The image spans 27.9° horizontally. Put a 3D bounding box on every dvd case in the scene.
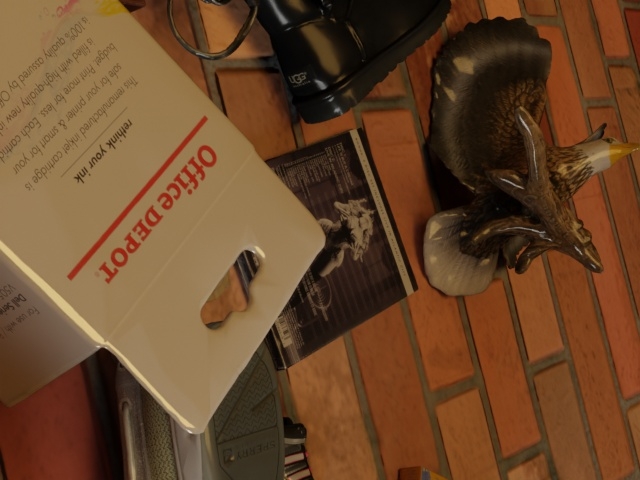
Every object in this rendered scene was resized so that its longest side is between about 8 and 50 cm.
[{"bbox_3d":[0.000,0.000,1.127,0.221,0.018,0.165,-26,97,-52],"label":"dvd case"}]

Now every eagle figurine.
[{"bbox_3d":[0.217,-0.077,1.334,0.298,0.225,0.226,-96,-161,-63],"label":"eagle figurine"}]

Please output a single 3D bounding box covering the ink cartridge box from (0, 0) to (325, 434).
[{"bbox_3d":[-0.180,-0.051,0.770,0.353,0.119,0.207,47,44,-13],"label":"ink cartridge box"}]

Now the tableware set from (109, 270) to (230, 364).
[{"bbox_3d":[-0.135,0.002,0.951,0.168,0.020,0.141,-41,110,-49],"label":"tableware set"}]

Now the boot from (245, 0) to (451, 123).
[{"bbox_3d":[0.012,-0.250,1.163,0.246,0.094,0.207,-48,120,-41],"label":"boot"}]

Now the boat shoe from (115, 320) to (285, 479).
[{"bbox_3d":[-0.086,0.216,0.879,0.118,0.103,0.321,-3,89,-56],"label":"boat shoe"}]

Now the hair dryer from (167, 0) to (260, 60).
[{"bbox_3d":[-0.104,-0.308,0.989,0.223,0.080,0.294,45,57,-53],"label":"hair dryer"}]

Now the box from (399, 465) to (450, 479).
[{"bbox_3d":[0.099,0.278,1.151,0.081,0.028,0.136,32,52,-43],"label":"box"}]

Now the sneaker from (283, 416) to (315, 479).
[{"bbox_3d":[-0.028,0.176,0.991,0.170,0.063,0.075,45,52,-27],"label":"sneaker"}]

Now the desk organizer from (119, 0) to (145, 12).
[{"bbox_3d":[-0.174,-0.231,0.960,0.050,0.047,0.130,-6,83,-55],"label":"desk organizer"}]
